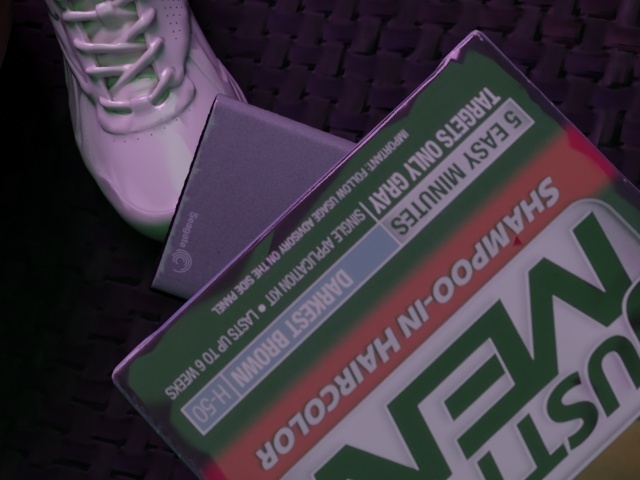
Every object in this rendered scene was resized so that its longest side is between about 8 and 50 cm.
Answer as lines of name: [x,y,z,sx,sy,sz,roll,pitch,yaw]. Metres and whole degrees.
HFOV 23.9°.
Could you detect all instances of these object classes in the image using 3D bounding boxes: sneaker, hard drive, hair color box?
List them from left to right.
sneaker: [-0.102,-0.108,0.730,0.090,0.115,0.232,-22,69,7]
hard drive: [0.000,0.000,0.689,0.135,0.022,0.094,19,78,-8]
hair color box: [0.122,0.125,0.559,0.185,0.113,0.374,-44,81,0]

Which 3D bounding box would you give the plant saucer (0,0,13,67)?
plant saucer: [-0.259,-0.078,0.759,0.278,0.041,0.278,-18,50,23]
